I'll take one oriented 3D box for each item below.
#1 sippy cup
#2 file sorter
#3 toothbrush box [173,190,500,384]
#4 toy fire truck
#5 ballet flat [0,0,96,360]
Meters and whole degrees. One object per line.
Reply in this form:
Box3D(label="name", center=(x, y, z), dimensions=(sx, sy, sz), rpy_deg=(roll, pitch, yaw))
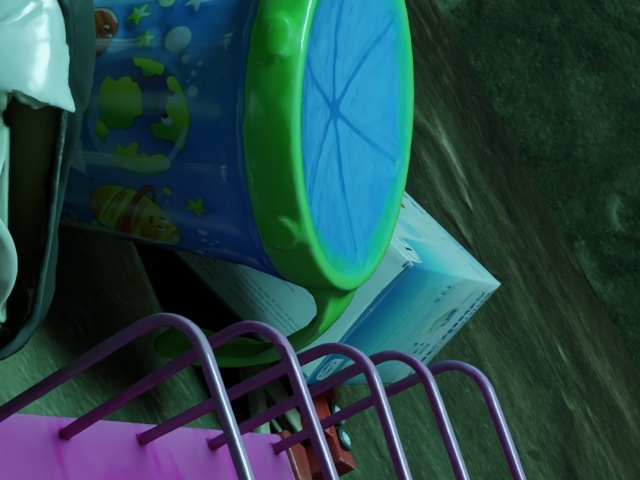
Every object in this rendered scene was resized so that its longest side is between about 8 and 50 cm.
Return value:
Box3D(label="sippy cup", center=(-0.078, -0.087, 1.177), dimensions=(0.240, 0.224, 0.305), rpy_deg=(52, 45, -61))
Box3D(label="file sorter", center=(-0.023, 0.163, 0.991), dimensions=(0.291, 0.182, 0.202), rpy_deg=(14, 52, -54))
Box3D(label="toothbrush box", center=(0.000, 0.000, 1.439), dimensions=(0.216, 0.126, 0.295), rpy_deg=(45, 9, 17))
Box3D(label="toy fire truck", center=(-0.029, 0.131, 1.400), dimensions=(0.135, 0.047, 0.192), rpy_deg=(41, 27, -53))
Box3D(label="ballet flat", center=(-0.165, -0.061, 0.940), dimensions=(0.096, 0.095, 0.280), rpy_deg=(-106, -163, -68))
